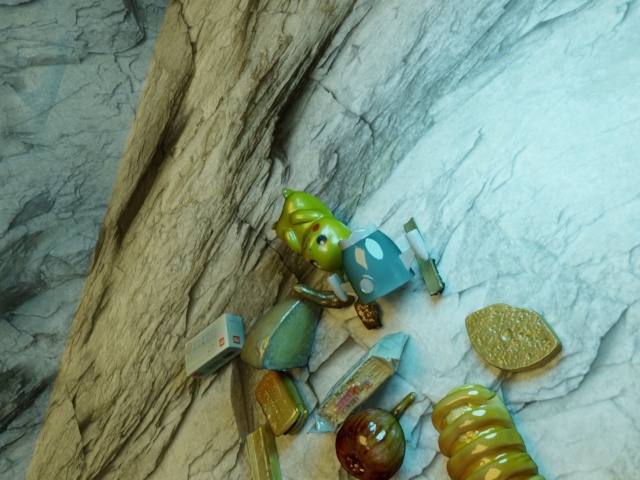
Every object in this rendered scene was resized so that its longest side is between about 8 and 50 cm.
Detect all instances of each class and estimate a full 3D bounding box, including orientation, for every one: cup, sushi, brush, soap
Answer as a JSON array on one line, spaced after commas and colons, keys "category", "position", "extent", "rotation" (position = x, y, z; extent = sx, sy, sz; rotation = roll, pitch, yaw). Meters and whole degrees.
[{"category": "cup", "position": [0.130, 0.051, 1.363], "extent": [0.299, 0.167, 0.173], "rotation": [-31, 89, 34]}, {"category": "sushi", "position": [0.130, 0.190, 1.447], "extent": [0.060, 0.061, 0.118], "rotation": [-41, 67, 17]}, {"category": "brush", "position": [0.266, 0.039, 1.378], "extent": [0.043, 0.036, 0.248], "rotation": [-40, 42, 24]}, {"category": "soap", "position": [-0.161, 0.677, 1.570], "extent": [0.092, 0.037, 0.252], "rotation": [-41, 49, 31]}]

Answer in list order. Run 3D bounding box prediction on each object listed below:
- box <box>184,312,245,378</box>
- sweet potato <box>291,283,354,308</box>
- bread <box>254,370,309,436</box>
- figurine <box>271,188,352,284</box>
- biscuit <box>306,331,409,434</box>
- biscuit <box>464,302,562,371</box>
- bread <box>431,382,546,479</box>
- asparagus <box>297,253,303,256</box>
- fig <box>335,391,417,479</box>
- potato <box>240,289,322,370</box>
[{"category": "box", "position": [-0.379, 0.376, 1.902], "extent": [0.269, 0.079, 0.135], "rotation": [-38, 48, 31]}, {"category": "sweet potato", "position": [0.004, 0.163, 1.537], "extent": [0.054, 0.182, 0.053], "rotation": [-81, 3, -84]}, {"category": "bread", "position": [-0.115, 0.474, 1.574], "extent": [0.116, 0.077, 0.200], "rotation": [-58, 40, 15]}, {"category": "figurine", "position": [-0.005, -0.004, 1.552], "extent": [0.327, 0.169, 0.218], "rotation": [48, 130, 38]}, {"category": "biscuit", "position": [0.097, 0.352, 1.334], "extent": [0.079, 0.186, 0.309], "rotation": [41, 110, 8]}, {"category": "biscuit", "position": [0.406, 0.209, 1.152], "extent": [0.220, 0.029, 0.142], "rotation": [6, 77, 48]}, {"category": "bread", "position": [0.327, 0.437, 1.073], "extent": [0.173, 0.121, 0.311], "rotation": [-47, 44, 25]}, {"category": "asparagus", "position": [0.020, 0.016, 1.655], "extent": [0.236, 0.027, 0.034], "rotation": [-19, 45, 40]}, {"category": "fig", "position": [0.138, 0.463, 1.268], "extent": [0.175, 0.207, 0.175], "rotation": [17, 122, 29]}, {"category": "potato", "position": [-0.135, 0.246, 1.604], "extent": [0.211, 0.189, 0.264], "rotation": [13, 84, 50]}]
